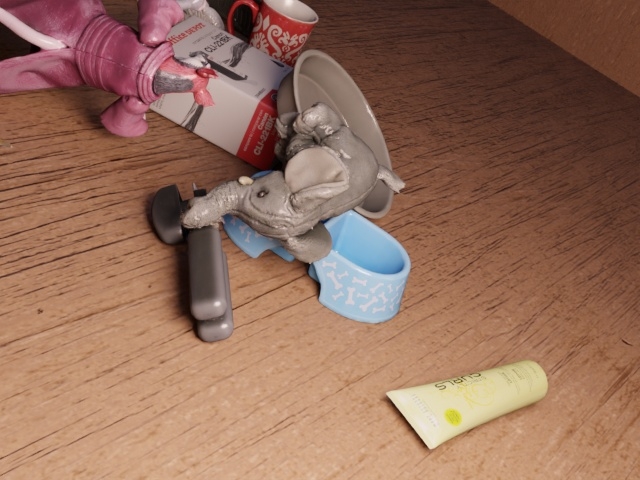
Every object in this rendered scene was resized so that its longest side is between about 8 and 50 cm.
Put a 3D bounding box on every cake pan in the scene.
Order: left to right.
[{"bbox_3d":[0.024,-0.164,1.508,0.293,0.054,0.293,42,36,-41],"label":"cake pan"}]

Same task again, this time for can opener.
[{"bbox_3d":[-0.161,0.024,1.210,0.093,0.074,0.280,-16,38,-3],"label":"can opener"}]

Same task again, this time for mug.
[{"bbox_3d":[-0.100,-0.373,1.754,0.150,0.169,0.113,38,32,19],"label":"mug"}]

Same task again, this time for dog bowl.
[{"bbox_3d":[0.000,0.000,1.351,0.297,0.074,0.166,33,31,11],"label":"dog bowl"}]

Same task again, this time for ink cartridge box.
[{"bbox_3d":[-0.156,-0.254,1.581,0.272,0.114,0.197,28,31,3],"label":"ink cartridge box"}]

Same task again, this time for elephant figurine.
[{"bbox_3d":[-0.032,-0.055,1.226,0.169,0.186,0.239,59,38,-28],"label":"elephant figurine"}]

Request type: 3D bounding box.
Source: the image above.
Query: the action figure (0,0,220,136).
[{"bbox_3d":[-0.310,-0.281,1.327,0.370,0.248,0.275,19,11,19],"label":"action figure"}]

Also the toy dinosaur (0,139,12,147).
[{"bbox_3d":[-0.490,-0.156,1.248,0.183,0.053,0.093,15,47,-5],"label":"toy dinosaur"}]

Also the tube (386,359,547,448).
[{"bbox_3d":[0.199,0.206,1.207,0.240,0.062,0.070,-8,4,-38],"label":"tube"}]

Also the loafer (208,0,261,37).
[{"bbox_3d":[-0.166,-0.506,1.984,0.251,0.094,0.087,32,35,10],"label":"loafer"}]

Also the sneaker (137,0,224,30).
[{"bbox_3d":[-0.248,-0.481,1.880,0.235,0.094,0.153,30,37,26],"label":"sneaker"}]
